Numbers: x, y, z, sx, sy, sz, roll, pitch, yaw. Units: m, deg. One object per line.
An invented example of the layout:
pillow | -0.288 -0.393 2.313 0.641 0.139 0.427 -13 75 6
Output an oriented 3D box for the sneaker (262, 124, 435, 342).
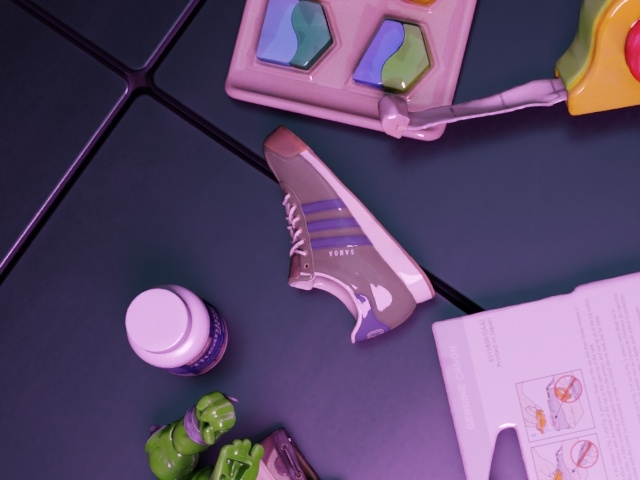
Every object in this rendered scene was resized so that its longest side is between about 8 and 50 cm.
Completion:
sneaker | 0.000 0.000 1.351 0.086 0.064 0.192 -41 80 -6

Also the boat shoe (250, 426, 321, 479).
boat shoe | 0.000 0.212 1.319 0.049 0.056 0.152 -45 77 4

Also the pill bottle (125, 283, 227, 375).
pill bottle | -0.117 0.071 1.327 0.067 0.120 0.067 -1 80 8

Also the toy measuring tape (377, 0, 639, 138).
toy measuring tape | 0.204 -0.163 1.319 0.330 0.121 0.121 -10 79 1

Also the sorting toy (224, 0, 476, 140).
sorting toy | 0.032 -0.201 1.398 0.193 0.038 0.208 13 82 10

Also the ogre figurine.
ogre figurine | -0.087 0.212 1.291 0.097 0.118 0.197 -40 114 -30

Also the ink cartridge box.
ink cartridge box | 0.233 0.170 1.293 0.239 0.060 0.275 -13 79 6
